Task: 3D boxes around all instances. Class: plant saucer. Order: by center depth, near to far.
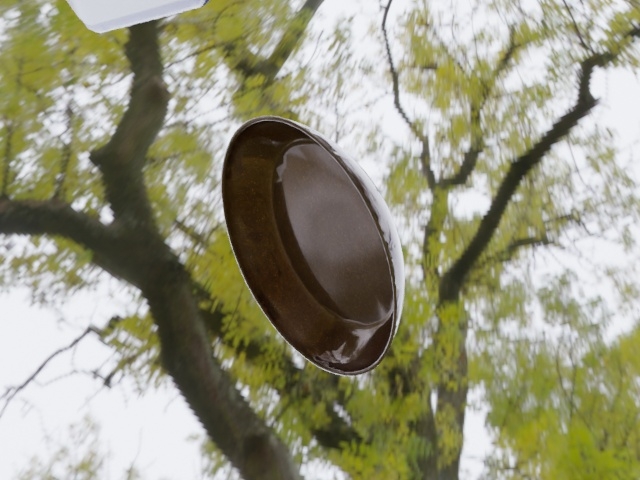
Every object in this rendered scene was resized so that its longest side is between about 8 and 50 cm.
[{"bbox_3d":[0.000,0.000,0.991,0.036,0.199,0.198,-26,-73,-31],"label":"plant saucer"}]

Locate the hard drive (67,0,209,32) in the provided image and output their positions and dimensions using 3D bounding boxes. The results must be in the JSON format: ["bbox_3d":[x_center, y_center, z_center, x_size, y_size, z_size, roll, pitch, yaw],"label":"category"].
[{"bbox_3d":[0.017,-0.223,0.741,0.319,0.210,0.040,-40,-72,-16],"label":"hard drive"}]
